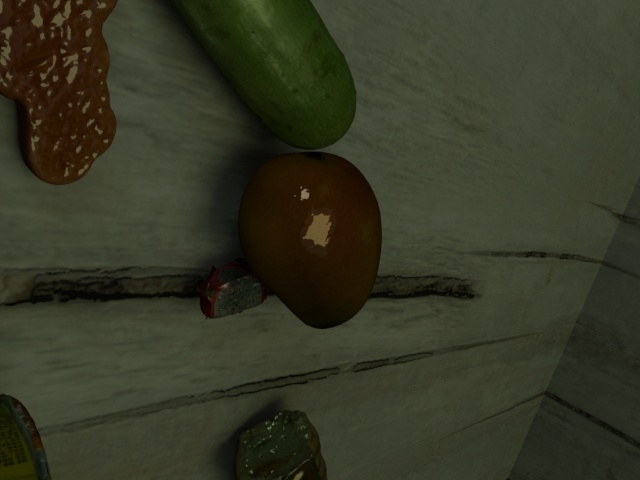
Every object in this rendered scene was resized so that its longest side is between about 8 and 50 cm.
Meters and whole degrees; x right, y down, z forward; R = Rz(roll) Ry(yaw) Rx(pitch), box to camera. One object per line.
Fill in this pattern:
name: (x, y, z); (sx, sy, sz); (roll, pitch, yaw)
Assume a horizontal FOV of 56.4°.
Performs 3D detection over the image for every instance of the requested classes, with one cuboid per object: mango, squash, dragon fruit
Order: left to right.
dragon fruit: (-0.111, 0.053, 0.719); (0.083, 0.060, 0.056); (-18, 124, -30)
squash: (-0.068, -0.218, 0.563); (0.118, 0.118, 0.370); (-53, 140, -12)
mango: (0.000, -0.003, 0.714); (0.175, 0.139, 0.254); (-52, 146, -13)

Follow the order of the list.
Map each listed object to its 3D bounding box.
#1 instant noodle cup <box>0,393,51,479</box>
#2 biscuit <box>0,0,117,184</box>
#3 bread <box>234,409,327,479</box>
instant noodle cup: (-0.339, 0.254, 0.437); (0.200, 0.264, 0.264); (8, 106, -43)
biscuit: (-0.239, -0.196, 0.433); (0.202, 0.047, 0.333); (-14, 124, -45)
bread: (-0.053, 0.388, 0.937); (0.152, 0.130, 0.267); (-42, 139, -32)
